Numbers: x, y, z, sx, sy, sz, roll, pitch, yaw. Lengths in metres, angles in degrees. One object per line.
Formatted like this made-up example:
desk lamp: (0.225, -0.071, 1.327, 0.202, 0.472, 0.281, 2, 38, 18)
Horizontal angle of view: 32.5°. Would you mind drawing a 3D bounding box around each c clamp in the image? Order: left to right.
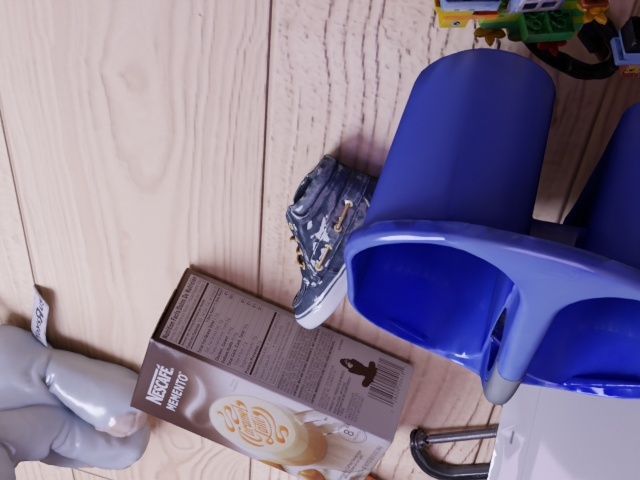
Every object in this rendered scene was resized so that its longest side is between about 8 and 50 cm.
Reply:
c clamp: (0.157, 0.211, 1.137, 0.160, 0.022, 0.137, -18, 131, 36)

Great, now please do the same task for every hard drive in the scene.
hard drive: (0.305, 0.199, 0.944, 0.307, 0.040, 0.203, 13, 101, 16)

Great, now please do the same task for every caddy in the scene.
caddy: (0.143, 0.023, 0.736, 0.241, 0.179, 0.341, 17, 165, 8)

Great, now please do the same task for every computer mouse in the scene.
computer mouse: (0.128, -0.193, 0.694, 0.071, 0.041, 0.242, -26, 128, 20)

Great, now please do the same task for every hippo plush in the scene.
hippo plush: (-0.329, 0.231, 1.205, 0.234, 0.237, 0.294, 12, 139, 12)

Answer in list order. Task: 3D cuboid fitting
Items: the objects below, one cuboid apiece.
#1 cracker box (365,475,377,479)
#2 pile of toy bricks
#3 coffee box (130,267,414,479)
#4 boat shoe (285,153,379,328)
cracker box: (0.024, 0.360, 1.323, 0.155, 0.067, 0.232, 32, 140, -14)
pile of toy bricks: (0.143, -0.145, 0.652, 0.212, 0.118, 0.105, -3, 163, -9)
coffee box: (-0.051, 0.145, 1.092, 0.246, 0.098, 0.141, 23, 140, -1)
boat shoe: (0.000, 0.000, 0.943, 0.083, 0.065, 0.183, 29, 133, -6)
